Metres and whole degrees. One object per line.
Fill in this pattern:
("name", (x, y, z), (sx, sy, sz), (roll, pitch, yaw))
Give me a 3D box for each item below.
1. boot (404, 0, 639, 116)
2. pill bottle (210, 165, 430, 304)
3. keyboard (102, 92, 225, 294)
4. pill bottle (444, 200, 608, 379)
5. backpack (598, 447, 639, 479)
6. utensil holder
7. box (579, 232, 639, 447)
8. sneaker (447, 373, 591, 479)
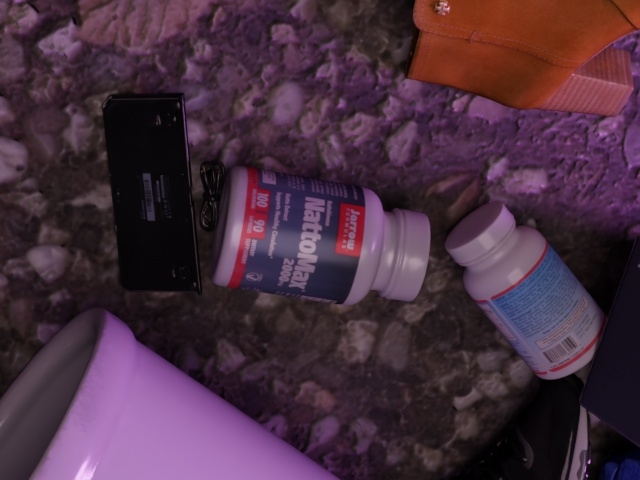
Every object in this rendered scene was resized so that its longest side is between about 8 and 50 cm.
("boot", (0.190, -0.228, 1.056), (0.211, 0.104, 0.295), (12, 132, -7))
("pill bottle", (0.000, 0.000, 1.132), (0.180, 0.108, 0.108), (9, 103, -10))
("keyboard", (-0.133, -0.040, 1.135), (0.108, 0.023, 0.180), (1, 106, 18))
("pill bottle", (0.188, 0.044, 1.178), (0.087, 0.087, 0.160), (-39, 106, 3))
("backpack", (0.334, 0.243, 1.244), (0.120, 0.101, 0.098), (-3, 112, -40))
("utensil holder", (-0.122, 0.295, 1.080), (0.385, 0.327, 0.327), (36, 97, -16))
("box", (0.436, 0.138, 1.091), (0.294, 0.296, 0.183), (12, 103, -28))
("sneaker", (0.166, 0.251, 1.222), (0.124, 0.107, 0.283), (15, 102, -5))
